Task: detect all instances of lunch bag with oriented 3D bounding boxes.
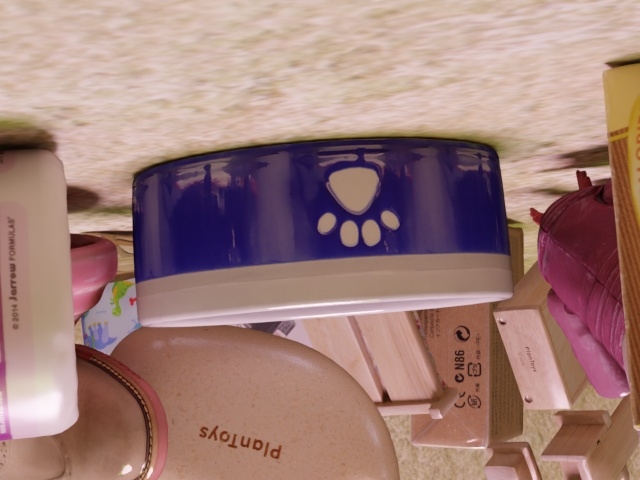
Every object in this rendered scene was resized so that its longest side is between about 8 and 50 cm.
[{"bbox_3d":[-0.189,0.111,1.746,0.219,0.176,0.090,-6,175,31],"label":"lunch bag"}]

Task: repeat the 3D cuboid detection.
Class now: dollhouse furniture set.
[{"bbox_3d":[0.113,0.095,1.407,0.355,0.303,0.174,-7,-157,38],"label":"dollhouse furniture set"}]

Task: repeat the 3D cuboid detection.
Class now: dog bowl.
[{"bbox_3d":[0.000,0.000,1.006,0.264,0.104,0.265,-5,175,0],"label":"dog bowl"}]

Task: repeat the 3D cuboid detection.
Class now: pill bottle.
[{"bbox_3d":[-0.292,0.038,0.805,0.301,0.169,0.169,-3,175,-10],"label":"pill bottle"}]

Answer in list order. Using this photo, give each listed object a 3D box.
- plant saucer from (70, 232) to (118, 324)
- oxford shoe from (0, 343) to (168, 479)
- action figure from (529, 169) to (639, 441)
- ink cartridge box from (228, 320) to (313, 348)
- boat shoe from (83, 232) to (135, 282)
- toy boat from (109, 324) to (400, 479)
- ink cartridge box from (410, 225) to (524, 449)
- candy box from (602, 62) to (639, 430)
[{"bbox_3d":[-0.318,0.044,1.065,0.332,0.084,0.332,0,-176,0],"label":"plant saucer"},{"bbox_3d":[-0.271,0.141,1.111,0.348,0.123,0.130,2,-177,36],"label":"oxford shoe"},{"bbox_3d":[0.232,0.059,0.991,0.275,0.248,0.370,4,-155,-31],"label":"action figure"},{"bbox_3d":[-0.023,0.125,1.592,0.273,0.114,0.197,-49,157,18],"label":"ink cartridge box"},{"bbox_3d":[-0.174,0.010,1.403,0.056,0.048,0.153,-23,171,37],"label":"boat shoe"},{"bbox_3d":[-0.043,0.113,1.209,0.267,0.318,0.148,22,166,-7],"label":"toy boat"},{"bbox_3d":[0.159,0.098,1.525,0.088,0.235,0.193,-1,176,18],"label":"ink cartridge box"},{"bbox_3d":[0.302,-0.010,0.667,0.316,0.183,0.087,-7,174,25],"label":"candy box"}]
